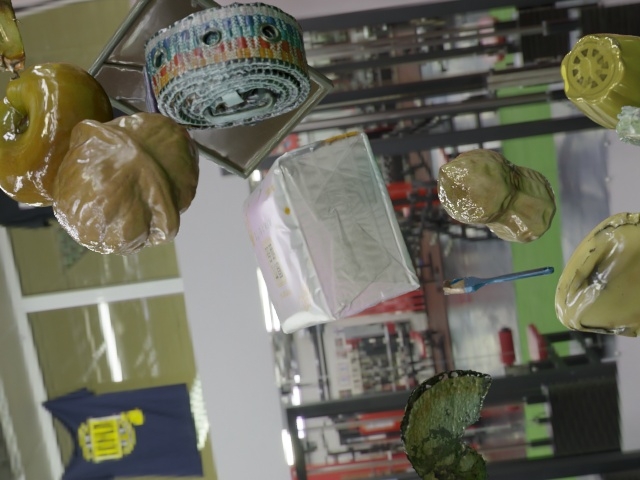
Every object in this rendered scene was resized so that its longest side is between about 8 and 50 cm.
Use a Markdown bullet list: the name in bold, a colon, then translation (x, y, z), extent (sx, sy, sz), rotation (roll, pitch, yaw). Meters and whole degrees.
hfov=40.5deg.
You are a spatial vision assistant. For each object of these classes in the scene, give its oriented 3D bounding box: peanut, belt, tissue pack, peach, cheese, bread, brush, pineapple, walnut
- **peanut**: translation (0.252, -0.056, 1.217), extent (0.275, 0.111, 0.125), rotation (10, -143, -50)
- **belt**: translation (-0.165, -0.283, 1.500), extent (0.207, 0.295, 0.160), rotation (89, 171, -70)
- **tissue pack**: translation (0.000, 0.000, 1.008), extent (0.184, 0.124, 0.225), rotation (69, 163, 4)
- **peach**: translation (-0.462, -0.183, 1.467), extent (0.153, 0.251, 0.251), rotation (31, -137, -46)
- **cheese**: translation (0.669, 0.070, 1.934), extent (0.128, 0.260, 0.315), rotation (-106, 20, -51)
- **bread**: translation (0.598, -0.197, 1.534), extent (0.232, 0.173, 0.064), rotation (17, 98, 62)
- **brush**: translation (0.263, 0.057, 1.288), extent (0.051, 0.164, 0.014), rotation (-65, -37, -72)
- **pineapple**: translation (-0.410, -0.257, 1.072), extent (0.137, 0.069, 0.116), rotation (35, 127, 55)
- **walnut**: translation (-0.197, -0.058, 0.877), extent (0.149, 0.166, 0.166), rotation (47, -179, 2)

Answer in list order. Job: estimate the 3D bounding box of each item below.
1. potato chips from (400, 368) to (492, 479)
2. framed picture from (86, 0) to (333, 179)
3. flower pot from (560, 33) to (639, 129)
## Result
- **potato chips**: translation (0.228, 0.333, 1.501), extent (0.029, 0.202, 0.219), rotation (0, 107, 62)
- **framed picture**: translation (-0.242, -0.336, 1.860), extent (0.446, 0.326, 0.028), rotation (30, -148, -30)
- **flower pot**: translation (0.570, -0.319, 1.694), extent (0.179, 0.195, 0.195), rotation (7, -109, -45)
